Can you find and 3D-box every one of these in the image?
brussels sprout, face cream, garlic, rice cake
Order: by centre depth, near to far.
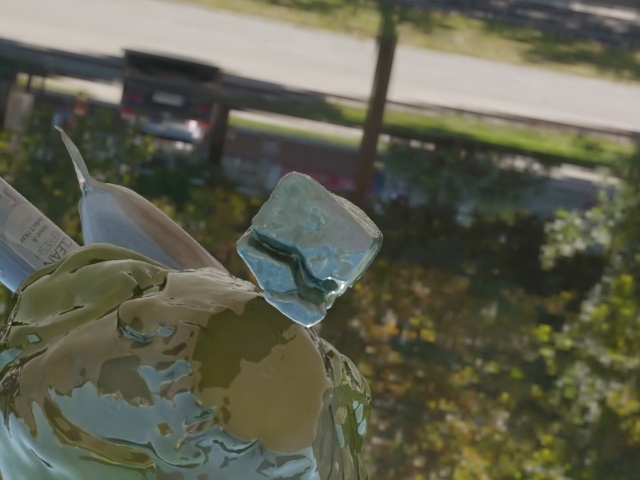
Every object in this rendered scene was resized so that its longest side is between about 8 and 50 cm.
[{"bbox_3d":[0.000,0.000,0.894,0.066,0.063,0.336,43,-176,2],"label":"rice cake"},{"bbox_3d":[-0.088,0.134,1.028,0.317,0.242,0.273,1,129,48],"label":"brussels sprout"},{"bbox_3d":[-0.277,0.004,1.367,0.229,0.075,0.075,41,175,-12],"label":"face cream"},{"bbox_3d":[-0.193,0.000,1.562,0.266,0.148,0.128,37,-147,-2],"label":"garlic"}]
